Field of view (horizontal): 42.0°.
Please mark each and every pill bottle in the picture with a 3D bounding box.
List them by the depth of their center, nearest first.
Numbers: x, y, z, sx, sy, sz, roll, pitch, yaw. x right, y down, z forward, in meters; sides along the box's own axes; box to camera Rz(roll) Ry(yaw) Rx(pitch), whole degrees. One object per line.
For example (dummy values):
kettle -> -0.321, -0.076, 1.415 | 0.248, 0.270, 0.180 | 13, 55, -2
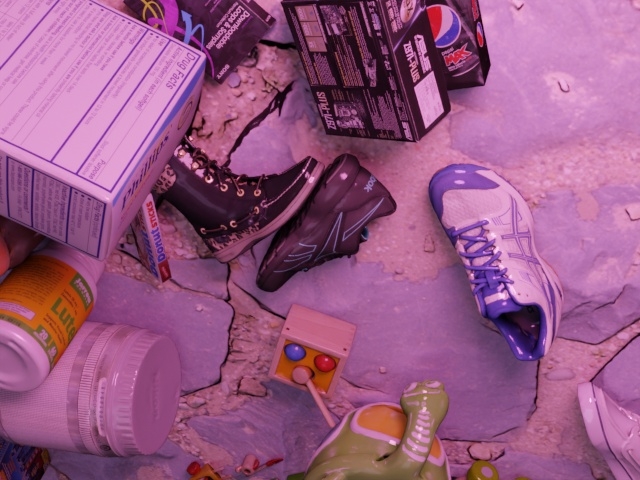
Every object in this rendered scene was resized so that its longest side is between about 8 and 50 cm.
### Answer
pill bottle -> -0.430, 0.100, 1.282 | 0.136, 0.246, 0.136 | 8, 128, 10

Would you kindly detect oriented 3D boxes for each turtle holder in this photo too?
turtle holder -> 0.091, 0.364, 1.340 | 0.243, 0.227, 0.320 | 1, 126, 17

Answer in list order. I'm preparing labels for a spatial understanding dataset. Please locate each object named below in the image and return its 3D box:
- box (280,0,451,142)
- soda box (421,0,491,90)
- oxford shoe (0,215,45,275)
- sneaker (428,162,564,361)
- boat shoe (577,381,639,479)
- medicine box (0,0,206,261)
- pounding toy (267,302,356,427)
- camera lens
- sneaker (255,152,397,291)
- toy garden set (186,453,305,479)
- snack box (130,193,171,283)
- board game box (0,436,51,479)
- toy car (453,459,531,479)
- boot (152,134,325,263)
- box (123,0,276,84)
box -> 0.055, -0.213, 0.972 | 0.147, 0.077, 0.180 | 10, 133, 42
soda box -> 0.151, -0.260, 0.952 | 0.053, 0.060, 0.169 | -4, 125, 25
oxford shoe -> -0.564, 0.006, 1.333 | 0.363, 0.132, 0.130 | 2, 113, 40
sneaker -> 0.240, 0.032, 1.105 | 0.111, 0.131, 0.296 | -25, 115, 33
boat shoe -> 0.468, 0.296, 1.272 | 0.084, 0.095, 0.258 | -21, 128, 25
medicine box -> -0.329, -0.163, 1.024 | 0.289, 0.264, 0.149 | 26, 145, -3
pounding toy -> -0.011, 0.200, 1.326 | 0.130, 0.100, 0.141 | 20, 129, 2
camera lens -> -0.398, 0.244, 1.399 | 0.274, 0.219, 0.219 | 4, 127, 14
sneaker -> 0.000, 0.000, 1.172 | 0.106, 0.101, 0.267 | 32, 129, -12
toy garden set -> -0.130, 0.496, 1.621 | 0.244, 0.049, 0.204 | -23, 117, 30
snack box -> -0.263, -0.015, 1.254 | 0.064, 0.022, 0.178 | 38, 148, 33
board game box -> -0.620, 0.446, 1.638 | 0.060, 0.194, 0.194 | 7, 127, 12
toy car -> 0.280, 0.504, 1.414 | 0.148, 0.188, 0.155 | 22, 129, -1
boot -> -0.126, -0.083, 1.155 | 0.178, 0.085, 0.236 | 44, 127, -14
box -> -0.152, -0.287, 1.043 | 0.162, 0.029, 0.116 | 38, 128, -15
